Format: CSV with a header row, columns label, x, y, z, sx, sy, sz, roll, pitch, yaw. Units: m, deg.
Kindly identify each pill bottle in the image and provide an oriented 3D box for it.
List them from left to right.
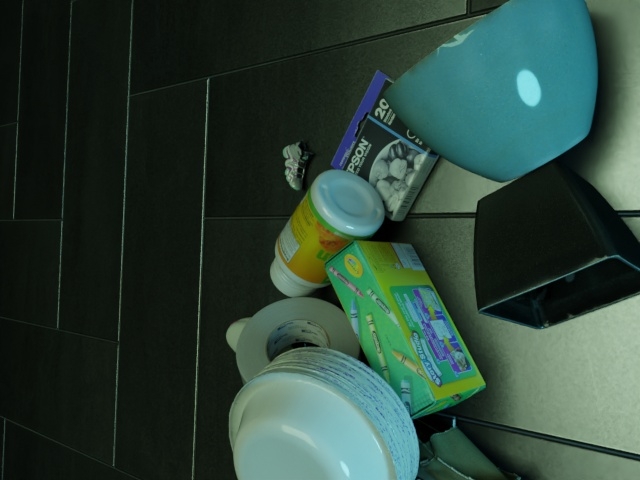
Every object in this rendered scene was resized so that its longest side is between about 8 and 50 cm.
label,x,y,z,sx,sy,sz,roll,pitch,yaw
pill bottle,0.000,0.000,1.126,0.136,0.136,0.245,61,139,24

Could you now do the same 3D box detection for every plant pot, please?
label,x,y,z,sx,sy,sz,roll,pitch,yaw
plant pot,0.260,-0.196,0.868,0.290,0.290,0.195,-29,93,36
plant pot,0.319,0.003,0.855,0.188,0.187,0.167,-29,58,36

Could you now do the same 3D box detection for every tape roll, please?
label,x,y,z,sx,sy,sz,roll,pitch,yaw
tape roll,-0.037,0.208,1.115,0.219,0.219,0.072,40,152,34

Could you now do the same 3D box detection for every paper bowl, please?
label,x,y,z,sx,sy,sz,roll,pitch,yaw
paper bowl,-0.011,0.312,0.912,0.284,0.148,0.284,10,111,26

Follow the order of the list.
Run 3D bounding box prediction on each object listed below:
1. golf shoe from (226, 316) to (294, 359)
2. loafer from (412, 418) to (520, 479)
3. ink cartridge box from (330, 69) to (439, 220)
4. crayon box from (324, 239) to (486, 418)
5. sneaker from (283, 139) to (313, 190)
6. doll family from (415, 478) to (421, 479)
label,x,y,z,sx,sy,sz,roll,pitch,yaw
golf shoe,-0.102,0.245,1.207,0.306,0.140,0.115,25,123,39
loafer,0.203,0.342,0.983,0.251,0.094,0.087,10,92,42
ink cartridge box,0.114,-0.175,1.115,0.208,0.045,0.206,41,115,35
crayon box,0.135,0.136,1.003,0.081,0.165,0.278,-40,64,32
sneaker,-0.038,-0.155,1.246,0.069,0.038,0.098,-24,73,38
doll family,0.137,0.487,1.040,0.163,0.118,0.263,-17,95,32
